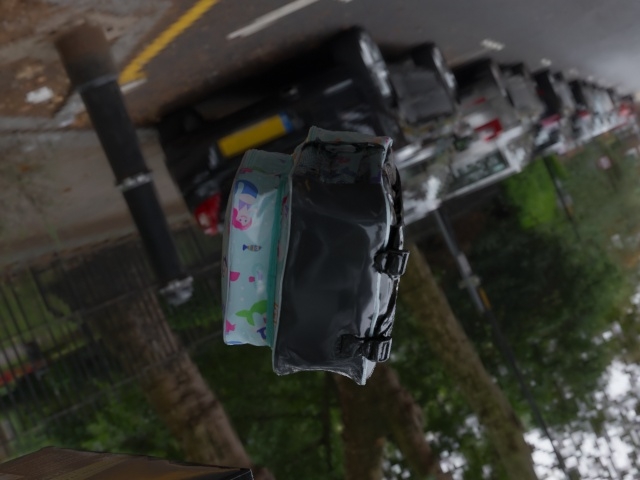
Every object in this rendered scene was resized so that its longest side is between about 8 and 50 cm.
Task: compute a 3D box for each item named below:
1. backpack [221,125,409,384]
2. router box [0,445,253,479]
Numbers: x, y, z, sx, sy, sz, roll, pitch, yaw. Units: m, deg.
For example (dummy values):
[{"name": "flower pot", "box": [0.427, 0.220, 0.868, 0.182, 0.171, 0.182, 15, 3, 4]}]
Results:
[{"name": "backpack", "box": [0.000, 0.000, 1.102, 0.191, 0.225, 0.253, 9, -155, 7]}, {"name": "router box", "box": [-0.220, 0.209, 0.627, 0.309, 0.081, 0.243, -16, -174, -41]}]
